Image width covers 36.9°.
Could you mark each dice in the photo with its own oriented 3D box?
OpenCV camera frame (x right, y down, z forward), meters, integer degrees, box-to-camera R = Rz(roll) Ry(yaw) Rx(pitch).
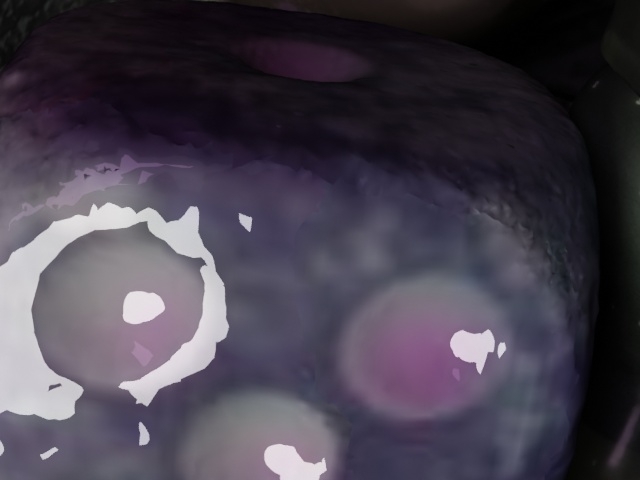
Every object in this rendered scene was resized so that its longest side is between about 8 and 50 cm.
[{"bbox_3d":[-0.027,0.033,0.508,0.270,0.270,0.271,-94,12,-65],"label":"dice"}]

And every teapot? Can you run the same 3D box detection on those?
[{"bbox_3d":[0.187,0.031,0.492,0.183,0.183,0.251,30,107,36],"label":"teapot"}]

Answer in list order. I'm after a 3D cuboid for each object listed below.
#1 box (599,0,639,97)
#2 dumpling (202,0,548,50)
[{"bbox_3d":[0.313,-0.032,0.313,0.350,0.359,0.091,56,150,39],"label":"box"},{"bbox_3d":[0.061,-0.266,0.664,0.395,0.233,0.316,-4,44,48],"label":"dumpling"}]
